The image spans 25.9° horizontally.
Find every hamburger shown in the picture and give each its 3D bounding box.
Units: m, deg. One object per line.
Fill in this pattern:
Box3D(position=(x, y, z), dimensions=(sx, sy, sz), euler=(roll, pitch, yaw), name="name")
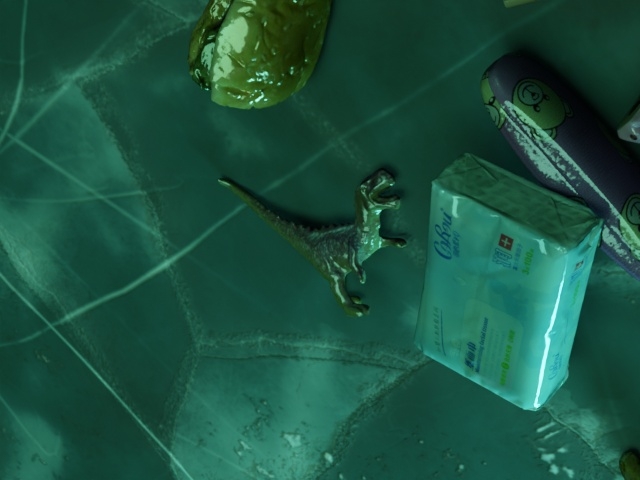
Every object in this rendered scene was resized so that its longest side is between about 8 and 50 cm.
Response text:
Box3D(position=(-0.055, -0.258, 1.584), dimensions=(0.135, 0.155, 0.207), euler=(32, 121, 2), name="hamburger")

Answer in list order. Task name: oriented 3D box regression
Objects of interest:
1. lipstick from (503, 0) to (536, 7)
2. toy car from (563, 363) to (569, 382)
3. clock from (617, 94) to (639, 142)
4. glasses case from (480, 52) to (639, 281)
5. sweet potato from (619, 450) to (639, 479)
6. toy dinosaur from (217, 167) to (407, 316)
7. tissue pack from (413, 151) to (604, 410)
Box3D(position=(0.242, -0.268, 1.494), dimensions=(0.094, 0.019, 0.019), euler=(-10, 113, 32), name="lipstick")
Box3D(position=(0.234, 0.071, 1.666), dimensions=(0.090, 0.076, 0.224), euler=(-8, 109, 36), name="toy car")
Box3D(position=(0.434, -0.125, 1.428), dimensions=(0.195, 0.100, 0.194), euler=(38, 127, 1), name="clock")
Box3D(position=(0.293, -0.075, 1.516), dimensions=(0.316, 0.123, 0.076), euler=(47, 123, -5), name="glasses case")
Box3D(position=(0.449, 0.363, 1.739), dimensions=(0.081, 0.062, 0.233), euler=(-18, 106, 36), name="sweet potato")
Box3D(position=(0.004, -0.002, 1.766), dimensions=(0.251, 0.072, 0.199), euler=(-3, 107, 43), name="toy dinosaur")
Box3D(position=(0.199, 0.052, 1.541), dimensions=(0.177, 0.089, 0.263), euler=(28, 137, 24), name="tissue pack")
